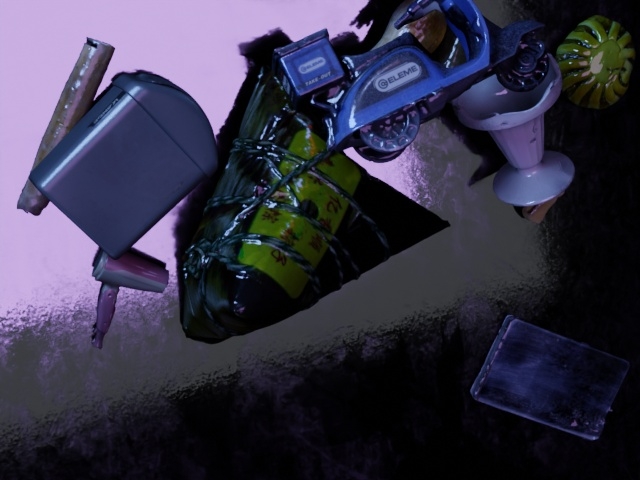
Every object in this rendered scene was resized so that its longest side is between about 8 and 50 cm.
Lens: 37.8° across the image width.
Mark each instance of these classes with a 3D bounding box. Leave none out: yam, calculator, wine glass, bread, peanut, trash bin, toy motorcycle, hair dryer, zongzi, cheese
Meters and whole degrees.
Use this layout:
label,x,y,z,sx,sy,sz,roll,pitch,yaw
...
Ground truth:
label,x,y,z,sx,sy,sz,roll,pitch,yaw
yam,0.203,-0.274,1.408,0.054,0.054,0.132,13,100,-16
calculator,0.395,0.237,1.587,0.262,0.021,0.161,23,96,-18
yam,-0.356,-0.156,1.299,0.046,0.046,0.264,23,97,-18
wine glass,0.296,-0.163,1.384,0.165,0.165,0.196,-34,126,-5
bread,0.432,-0.276,1.454,0.130,0.071,0.139,33,93,-14
peanut,0.109,-0.267,1.368,0.087,0.087,0.206,33,91,-18
trash bin,-0.259,-0.112,1.284,0.236,0.101,0.176,-46,121,-8
toy motorcycle,0.131,-0.246,1.259,0.359,0.125,0.212,-26,87,-8
hair dryer,-0.300,0.090,1.375,0.106,0.054,0.154,24,106,-22
zongzi,0.000,0.000,1.337,0.362,0.319,0.383,26,77,-16
cheese,0.362,-0.065,1.506,0.083,0.030,0.044,-51,130,-3
